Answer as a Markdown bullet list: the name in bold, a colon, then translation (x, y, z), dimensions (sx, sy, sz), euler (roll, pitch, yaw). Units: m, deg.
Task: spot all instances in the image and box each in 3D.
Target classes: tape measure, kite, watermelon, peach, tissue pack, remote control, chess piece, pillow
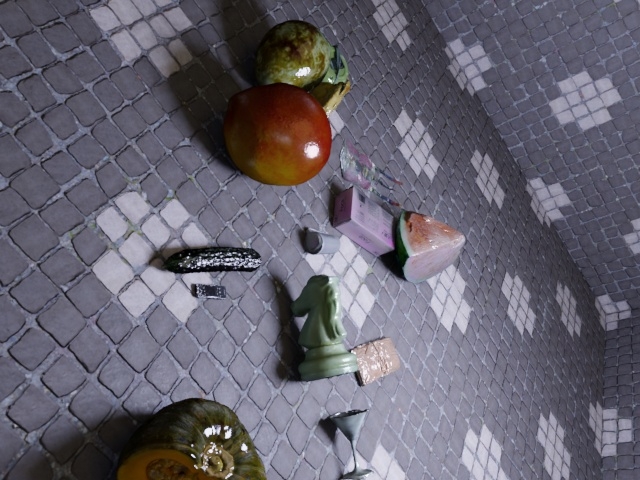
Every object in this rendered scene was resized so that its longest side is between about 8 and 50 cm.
- **tape measure**: translation (0.032, -0.666, 2.215), dimensions (0.175, 0.106, 0.199), euler (-11, 82, -48)
- **kite**: translation (0.200, -0.249, 2.281), dimensions (0.361, 0.022, 0.204), euler (30, 51, -33)
- **watermelon**: translation (0.376, 0.008, 2.231), dimensions (0.319, 0.292, 0.222), euler (-24, 66, -21)
- **peach**: translation (-0.129, -0.314, 1.711), dimensions (0.333, 0.308, 0.307), euler (30, 50, -25)
- **tissue pack**: translation (0.159, -0.064, 2.080), dimensions (0.246, 0.093, 0.148), euler (34, 47, -35)
- **remote control**: translation (-0.288, 0.134, 1.518), dimensions (0.096, 0.014, 0.039), euler (11, 64, -46)
- **chess piece**: translation (0.000, 0.248, 1.673), dimensions (0.176, 0.176, 0.297), euler (5, 70, -49)
- **pillow**: translation (0.187, 0.396, 1.931), dimensions (0.233, 0.043, 0.126), euler (-7, 73, -48)

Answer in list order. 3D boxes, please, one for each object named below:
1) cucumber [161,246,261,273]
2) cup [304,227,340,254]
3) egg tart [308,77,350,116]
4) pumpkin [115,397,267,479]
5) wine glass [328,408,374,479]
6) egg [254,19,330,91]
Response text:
- **cucumber**: translation (-0.283, 0.053, 1.518), dimensions (0.300, 0.072, 0.072), euler (1, 72, -50)
- **cup**: translation (0.000, 0.000, 1.891), dimensions (0.116, 0.074, 0.104), euler (3, 42, -53)
- **egg tart**: translation (-0.008, -0.445, 1.948), dimensions (0.107, 0.291, 0.290), euler (35, 45, -8)
- **pumpkin**: translation (-0.270, 0.475, 1.249), dimensions (0.325, 0.242, 0.232), euler (44, 14, -21)
- **wine glass**: translation (0.095, 0.586, 1.670), dimensions (0.122, 0.122, 0.182), euler (3, 72, -49)
- **egg**: translation (-0.101, -0.595, 1.925), dimensions (0.289, 0.238, 0.238), euler (-43, 108, -26)
